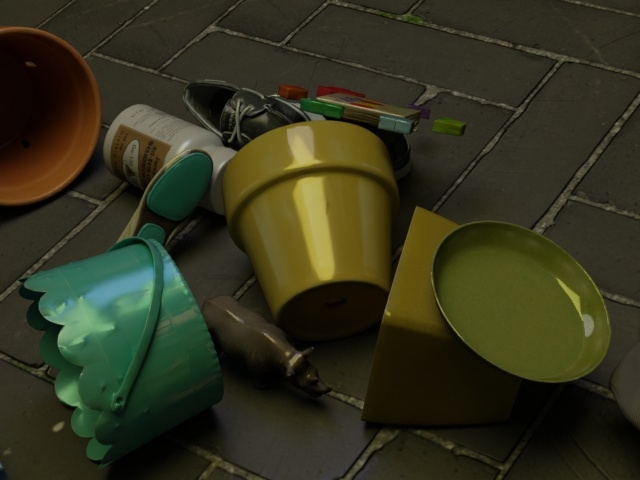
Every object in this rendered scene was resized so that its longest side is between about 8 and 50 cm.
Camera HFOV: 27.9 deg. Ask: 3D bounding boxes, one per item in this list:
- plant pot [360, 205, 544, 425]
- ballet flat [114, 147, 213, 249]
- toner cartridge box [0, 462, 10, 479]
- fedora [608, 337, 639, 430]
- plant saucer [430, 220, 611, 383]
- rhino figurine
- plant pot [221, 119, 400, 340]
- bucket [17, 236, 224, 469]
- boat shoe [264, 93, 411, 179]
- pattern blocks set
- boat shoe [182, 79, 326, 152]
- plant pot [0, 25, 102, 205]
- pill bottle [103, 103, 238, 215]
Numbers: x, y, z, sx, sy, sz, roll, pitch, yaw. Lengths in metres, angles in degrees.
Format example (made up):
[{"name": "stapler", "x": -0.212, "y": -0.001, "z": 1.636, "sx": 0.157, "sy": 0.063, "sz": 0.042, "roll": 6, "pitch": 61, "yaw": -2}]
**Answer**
[{"name": "plant pot", "x": 0.177, "y": 0.118, "z": 1.665, "sx": 0.187, "sy": 0.212, "sz": 0.212, "roll": 15, "pitch": 45, "yaw": 6}, {"name": "ballet flat", "x": -0.251, "y": -0.036, "z": 1.952, "sx": 0.086, "sy": 0.086, "sz": 0.248, "roll": 29, "pitch": 85, "yaw": 36}, {"name": "toner cartridge box", "x": -0.567, "y": 0.341, "z": 1.586, "sx": 0.348, "sy": 0.075, "sz": 0.165, "roll": -29, "pitch": 45, "yaw": -19}, {"name": "fedora", "x": 0.436, "y": 0.197, "z": 1.533, "sx": 0.124, "sy": 0.244, "sz": 0.275, "roll": -43, "pitch": 53, "yaw": 7}, {"name": "plant saucer", "x": 0.238, "y": 0.080, "z": 1.569, "sx": 0.241, "sy": 0.037, "sz": 0.241, "roll": 13, "pitch": 48, "yaw": -15}, {"name": "rhino figurine", "x": -0.076, "y": 0.149, "z": 1.738, "sx": 0.243, "sy": 0.106, "sz": 0.073, "roll": 28, "pitch": 59, "yaw": 36}, {"name": "plant pot", "x": 0.000, "y": 0.000, "z": 1.808, "sx": 0.254, "sy": 0.254, "sz": 0.239, "roll": -12, "pitch": 57, "yaw": -1}, {"name": "bucket", "x": -0.260, "y": 0.138, "z": 1.683, "sx": 0.183, "sy": 0.281, "sz": 0.281, "roll": -24, "pitch": 43, "yaw": -19}, {"name": "boat shoe", "x": 0.014, "y": -0.195, "z": 2.114, "sx": 0.319, "sy": 0.099, "sz": 0.116, "roll": 26, "pitch": 53, "yaw": 34}, {"name": "pattern blocks set", "x": 0.076, "y": -0.193, "z": 1.932, "sx": 0.285, "sy": 0.026, "sz": 0.325, "roll": 15, "pitch": 11, "yaw": 19}, {"name": "boat shoe", "x": -0.114, "y": -0.181, "z": 2.078, "sx": 0.119, "sy": 0.121, "sz": 0.335, "roll": 10, "pitch": 9, "yaw": -40}, {"name": "plant pot", "x": -0.538, "y": -0.218, "z": 2.145, "sx": 0.291, "sy": 0.291, "sz": 0.203, "roll": -32, "pitch": 29, "yaw": -23}, {"name": "pill bottle", "x": -0.225, "y": -0.125, "z": 2.060, "sx": 0.229, "sy": 0.131, "sz": 0.131, "roll": 24, "pitch": 52, "yaw": 31}]
